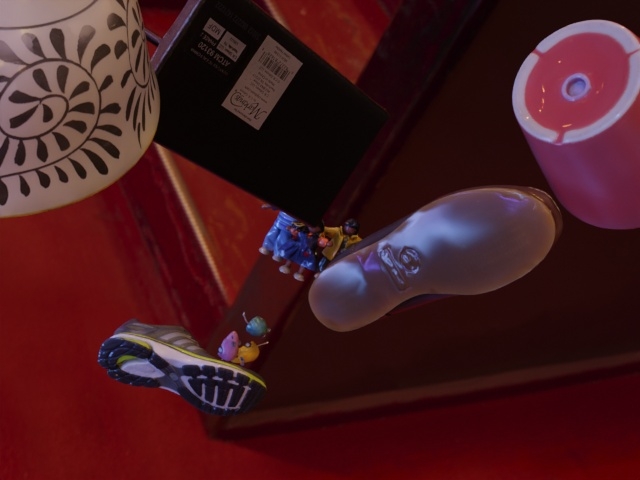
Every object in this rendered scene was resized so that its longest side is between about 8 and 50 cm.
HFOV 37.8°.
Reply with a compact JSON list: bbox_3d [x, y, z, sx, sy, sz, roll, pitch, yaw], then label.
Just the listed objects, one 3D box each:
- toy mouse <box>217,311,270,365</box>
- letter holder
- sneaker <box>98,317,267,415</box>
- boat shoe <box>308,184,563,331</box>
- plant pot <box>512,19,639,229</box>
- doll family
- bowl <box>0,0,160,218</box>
[{"bbox_3d":[-0.146,0.196,1.830,0.161,0.143,0.031,-26,55,-35],"label":"toy mouse"},{"bbox_3d":[-0.112,-0.166,0.954,0.214,0.152,0.302,37,5,37],"label":"letter holder"},{"bbox_3d":[-0.231,0.210,1.646,0.300,0.111,0.121,23,29,-9],"label":"sneaker"},{"bbox_3d":[0.084,0.007,0.677,0.073,0.207,0.073,-25,94,-53],"label":"boat shoe"},{"bbox_3d":[0.422,-0.179,1.379,0.243,0.275,0.275,30,32,-47],"label":"plant pot"},{"bbox_3d":[0.000,0.000,1.318,0.193,0.111,0.076,23,20,-3],"label":"doll family"},{"bbox_3d":[-0.136,-0.097,0.359,0.170,0.080,0.170,14,46,-15],"label":"bowl"}]
